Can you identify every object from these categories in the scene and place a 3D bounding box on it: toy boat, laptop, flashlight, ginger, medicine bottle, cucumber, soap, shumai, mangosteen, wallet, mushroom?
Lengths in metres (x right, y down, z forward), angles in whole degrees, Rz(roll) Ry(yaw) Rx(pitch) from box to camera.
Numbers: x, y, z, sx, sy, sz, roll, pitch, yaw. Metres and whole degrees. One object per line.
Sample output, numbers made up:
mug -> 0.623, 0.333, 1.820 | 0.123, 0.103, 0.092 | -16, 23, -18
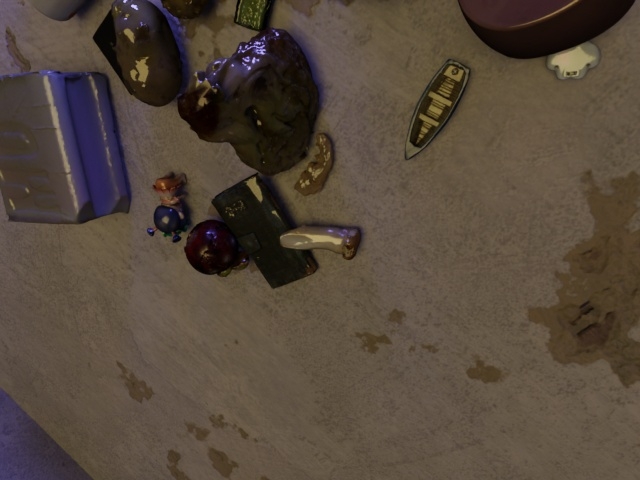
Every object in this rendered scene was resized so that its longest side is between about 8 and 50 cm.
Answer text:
toy boat -> 0.249, -0.281, 0.989 | 0.080, 0.046, 0.229 | 30, 118, 9
laptop -> -0.555, -0.528, 1.255 | 0.135, 0.016, 0.197 | -31, 95, 30
flashlight -> 0.483, -0.409, 0.842 | 0.093, 0.047, 0.201 | 6, 109, 26
ginger -> -0.009, -0.185, 1.136 | 0.069, 0.051, 0.174 | 29, 113, 4
medicine bottle -> -0.647, -0.701, 1.159 | 0.251, 0.144, 0.145 | -22, 100, 31
cucumber -> -0.142, -0.602, 1.033 | 0.077, 0.062, 0.212 | 11, 111, -18
soap -> -0.799, -0.275, 1.345 | 0.349, 0.213, 0.436 | 8, 111, 21
shumai -> -0.150, -0.300, 1.016 | 0.216, 0.283, 0.347 | 22, 116, 16
mangosteen -> -0.298, 0.031, 1.282 | 0.166, 0.166, 0.180 | -27, 124, 29
wallet -> -0.151, -0.016, 1.230 | 0.168, 0.044, 0.317 | -23, 110, 26
mushroom -> 0.000, 0.000, 1.168 | 0.208, 0.071, 0.085 | 6, 119, 8

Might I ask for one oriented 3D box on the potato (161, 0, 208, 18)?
potato -> -0.324, -0.676, 1.034 | 0.191, 0.141, 0.297 | 6, 111, 3

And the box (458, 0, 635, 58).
box -> 0.370, -0.462, 0.742 | 0.300, 0.216, 0.302 | 11, 111, 31

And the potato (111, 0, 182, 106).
potato -> -0.443, -0.479, 1.144 | 0.164, 0.165, 0.263 | 3, 122, 22

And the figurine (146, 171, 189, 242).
figurine -> -0.452, -0.097, 1.323 | 0.111, 0.102, 0.195 | 8, 113, 23
